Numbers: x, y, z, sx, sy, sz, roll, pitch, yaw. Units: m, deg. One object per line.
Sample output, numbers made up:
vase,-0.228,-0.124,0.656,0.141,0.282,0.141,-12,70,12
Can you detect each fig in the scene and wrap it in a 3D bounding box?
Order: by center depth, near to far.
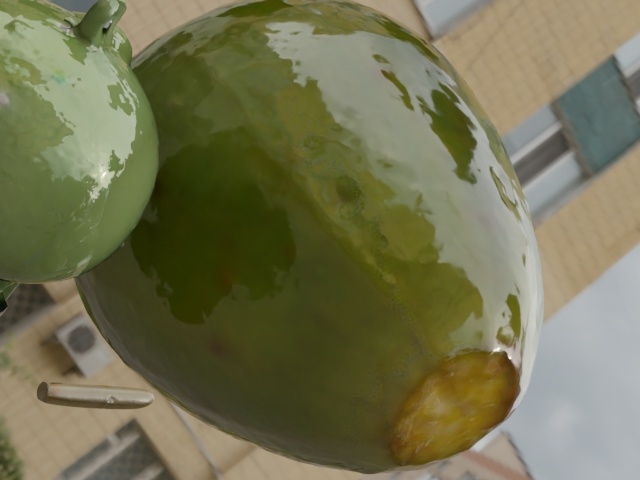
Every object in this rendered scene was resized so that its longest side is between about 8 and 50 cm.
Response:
fig,0.000,0.000,0.660,0.326,0.258,0.258,38,-23,52

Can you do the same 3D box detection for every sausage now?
sausage,-0.220,0.155,1.172,0.132,0.024,0.024,13,17,-44

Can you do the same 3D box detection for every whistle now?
whistle,-0.187,-0.005,0.526,0.141,0.294,0.141,48,17,-20
